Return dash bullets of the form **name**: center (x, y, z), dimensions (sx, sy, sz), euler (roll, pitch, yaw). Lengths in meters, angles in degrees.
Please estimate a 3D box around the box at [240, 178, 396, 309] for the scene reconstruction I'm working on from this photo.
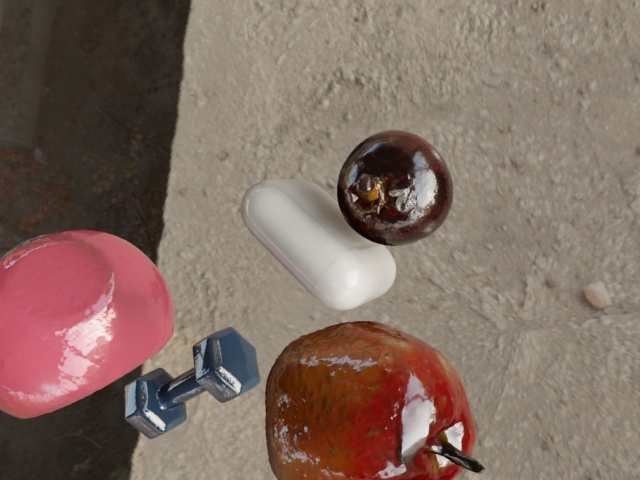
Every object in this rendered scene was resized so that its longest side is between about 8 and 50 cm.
- **box**: center (-0.001, 0.001, 1.473), dimensions (0.349, 0.289, 0.141), euler (44, 109, 15)

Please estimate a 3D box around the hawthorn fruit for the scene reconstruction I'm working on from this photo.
- **hawthorn fruit**: center (0.087, 0.264, 0.951), dimensions (0.369, 0.285, 0.284), euler (8, 85, 50)

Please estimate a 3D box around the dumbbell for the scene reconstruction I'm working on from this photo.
- **dumbbell**: center (-0.286, 0.316, 1.468), dimensions (0.325, 0.144, 0.159), euler (-31, 52, 28)

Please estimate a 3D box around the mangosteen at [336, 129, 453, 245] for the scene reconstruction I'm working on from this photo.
- **mangosteen**: center (0.129, -0.096, 1.299), dimensions (0.236, 0.261, 0.235), euler (4, 98, 31)

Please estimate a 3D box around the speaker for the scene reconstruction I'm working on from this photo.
- **speaker**: center (-0.365, 0.120, 0.974), dimensions (0.295, 0.294, 0.294), euler (-2, 83, 17)
